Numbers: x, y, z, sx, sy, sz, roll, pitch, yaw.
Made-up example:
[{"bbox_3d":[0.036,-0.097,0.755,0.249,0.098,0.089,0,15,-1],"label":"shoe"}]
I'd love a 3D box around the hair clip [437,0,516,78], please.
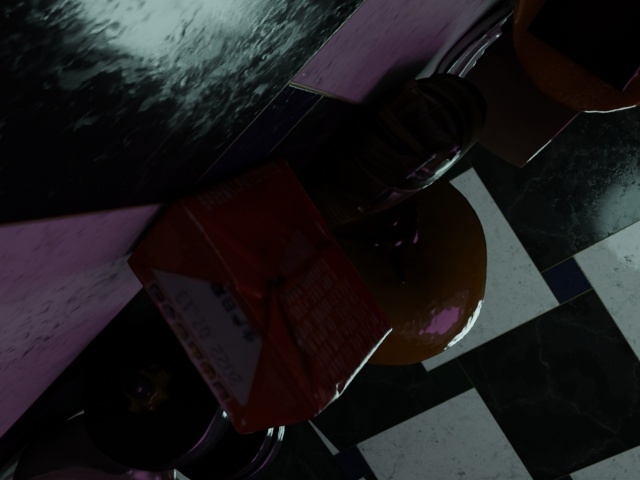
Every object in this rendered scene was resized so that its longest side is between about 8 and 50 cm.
[{"bbox_3d":[0.237,-0.288,1.404,0.140,0.054,0.220,-35,168,-36],"label":"hair clip"}]

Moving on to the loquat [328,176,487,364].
[{"bbox_3d":[0.104,0.043,1.419,0.328,0.328,0.359,-43,170,-15],"label":"loquat"}]

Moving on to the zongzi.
[{"bbox_3d":[0.096,-0.113,1.261,0.288,0.134,0.286,-41,175,27],"label":"zongzi"}]

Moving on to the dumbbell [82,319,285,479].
[{"bbox_3d":[-0.169,0.224,1.169,0.185,0.185,0.388,-44,155,-5],"label":"dumbbell"}]

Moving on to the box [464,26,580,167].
[{"bbox_3d":[0.417,-0.300,1.805,0.301,0.216,0.301,-43,177,-3],"label":"box"}]

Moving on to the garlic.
[{"bbox_3d":[-0.315,0.359,1.269,0.292,0.237,0.210,-14,-175,7],"label":"garlic"}]

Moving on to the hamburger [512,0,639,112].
[{"bbox_3d":[0.423,-0.331,1.297,0.291,0.291,0.225,-48,179,37],"label":"hamburger"}]

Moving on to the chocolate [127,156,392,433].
[{"bbox_3d":[-0.055,0.051,0.896,0.108,0.234,0.237,-32,-178,27],"label":"chocolate"}]
